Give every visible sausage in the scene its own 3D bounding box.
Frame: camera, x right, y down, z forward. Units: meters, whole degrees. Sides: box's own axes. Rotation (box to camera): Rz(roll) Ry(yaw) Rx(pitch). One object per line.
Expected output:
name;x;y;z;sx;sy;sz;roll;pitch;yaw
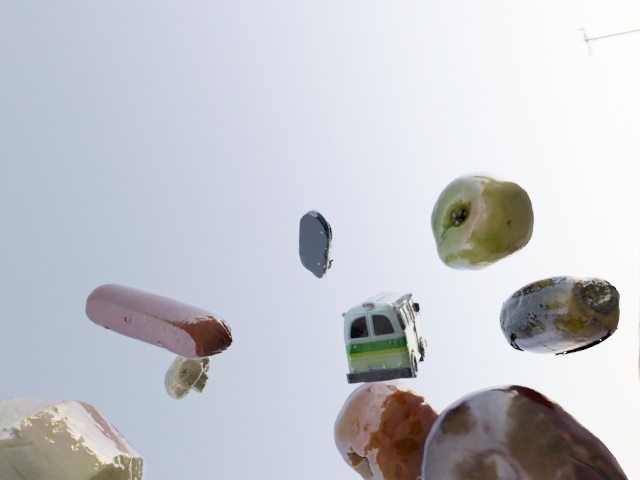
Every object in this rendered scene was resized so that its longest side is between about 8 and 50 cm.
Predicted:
sausage;-0.326;0.152;1.043;0.097;0.349;0.094;-36;-49;-56

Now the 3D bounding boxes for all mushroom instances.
mushroom;-0.360;0.365;1.448;0.112;0.148;0.148;28;-118;-1

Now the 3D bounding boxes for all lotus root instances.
lotus root;0.562;0.180;1.288;0.397;0.196;0.179;106;-177;-69

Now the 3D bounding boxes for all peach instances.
peach;0.217;0.577;1.602;0.302;0.343;0.342;-36;-60;-27
peach;0.477;-0.061;1.582;0.316;0.314;0.281;-10;-112;-39

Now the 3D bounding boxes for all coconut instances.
coconut;-0.316;0.313;0.594;0.259;0.259;0.259;-4;-85;-51

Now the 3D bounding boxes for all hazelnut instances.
hazelnut;0.408;0.485;1.053;0.359;0.409;0.359;-27;-40;-25

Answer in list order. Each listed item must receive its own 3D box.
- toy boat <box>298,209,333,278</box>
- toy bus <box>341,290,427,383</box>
toy boat;0.000;0.000;1.897;0.092;0.134;0.298;-32;-32;-30
toy bus;0.139;0.194;1.113;0.276;0.134;0.164;-6;-94;-73
